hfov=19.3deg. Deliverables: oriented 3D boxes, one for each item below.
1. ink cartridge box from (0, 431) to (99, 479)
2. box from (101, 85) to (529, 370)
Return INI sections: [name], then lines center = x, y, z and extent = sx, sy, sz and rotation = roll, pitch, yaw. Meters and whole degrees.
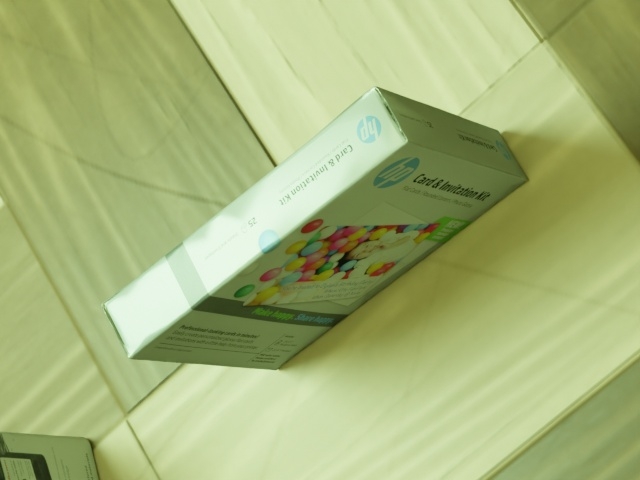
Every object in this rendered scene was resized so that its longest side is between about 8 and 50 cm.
[ink cartridge box]
center = -0.212, 0.153, 1.072
extent = 0.109, 0.150, 0.063
rotation = -24, 70, 26
[box]
center = 0.000, 0.000, 0.971
extent = 0.186, 0.145, 0.038
rotation = -39, 67, 20
